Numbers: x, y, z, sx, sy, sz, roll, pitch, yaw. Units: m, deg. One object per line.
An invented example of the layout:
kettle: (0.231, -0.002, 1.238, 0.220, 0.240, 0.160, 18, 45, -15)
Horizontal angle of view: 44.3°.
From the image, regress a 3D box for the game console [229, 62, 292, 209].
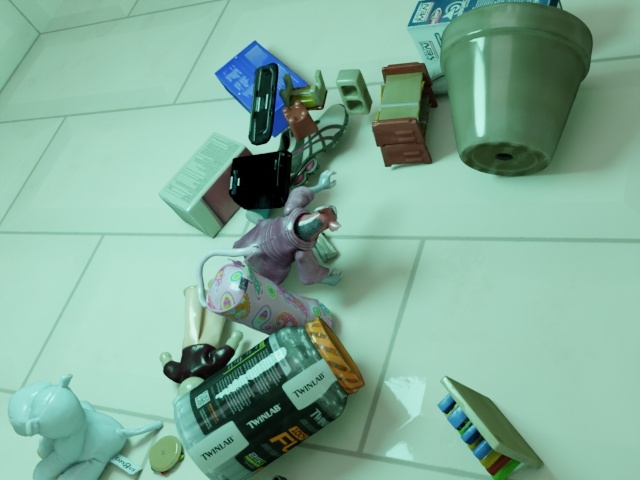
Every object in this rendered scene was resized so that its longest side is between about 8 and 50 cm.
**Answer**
game console: (-0.137, -0.254, 1.911, 0.213, 0.044, 0.361, 1, 85, 52)

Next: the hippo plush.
hippo plush: (-0.560, 0.426, 1.694, 0.294, 0.236, 0.234, 4, 57, 34)

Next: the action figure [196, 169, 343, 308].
action figure: (-0.090, -0.010, 1.704, 0.370, 0.276, 0.248, -33, 65, 54)

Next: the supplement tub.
supplement tub: (-0.097, 0.308, 1.529, 0.338, 0.207, 0.207, -35, 45, 3)

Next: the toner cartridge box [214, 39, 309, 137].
toner cartridge box: (-0.162, -0.443, 2.264, 0.165, 0.075, 0.348, -39, 45, -3)

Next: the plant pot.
plant pot: (0.401, -0.299, 1.675, 0.323, 0.323, 0.280, 0, 72, 32)

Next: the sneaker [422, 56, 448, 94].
sneaker: (0.298, -0.396, 1.945, 0.235, 0.095, 0.090, -13, 52, 49)

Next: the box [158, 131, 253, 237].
box: (-0.281, -0.147, 2.063, 0.149, 0.127, 0.232, 28, 73, 42)

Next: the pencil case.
pencil case: (-0.101, 0.137, 1.614, 0.124, 0.284, 0.124, -24, 51, 33)

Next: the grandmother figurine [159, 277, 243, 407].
grandmother figurine: (-0.276, 0.250, 1.764, 0.208, 0.104, 0.342, -25, 43, 24)

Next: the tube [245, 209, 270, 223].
tube: (-0.131, -0.136, 2.021, 0.080, 0.052, 0.207, 4, 54, 29)

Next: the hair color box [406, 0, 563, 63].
hair color box: (0.404, -0.502, 1.895, 0.347, 0.174, 0.105, 3, 57, 33)

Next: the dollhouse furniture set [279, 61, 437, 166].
dollhouse furniture set: (0.084, -0.298, 1.907, 0.374, 0.152, 0.201, -1, 55, 21)

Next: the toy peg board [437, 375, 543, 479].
toy peg board: (0.269, 0.330, 1.333, 0.079, 0.161, 0.161, -49, 44, 10)

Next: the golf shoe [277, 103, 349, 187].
golf shoe: (-0.027, -0.261, 1.991, 0.272, 0.120, 0.105, -56, 23, -20)

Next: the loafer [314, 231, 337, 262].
loafer: (0.000, 0.000, 1.839, 0.039, 0.045, 0.125, -22, 51, -9)

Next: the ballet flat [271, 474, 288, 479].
ballet flat: (-0.085, 0.523, 1.459, 0.058, 0.049, 0.173, -16, 49, 22)

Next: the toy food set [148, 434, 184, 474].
toy food set: (-0.332, 0.458, 1.683, 0.083, 0.020, 0.082, -34, 45, 2)
